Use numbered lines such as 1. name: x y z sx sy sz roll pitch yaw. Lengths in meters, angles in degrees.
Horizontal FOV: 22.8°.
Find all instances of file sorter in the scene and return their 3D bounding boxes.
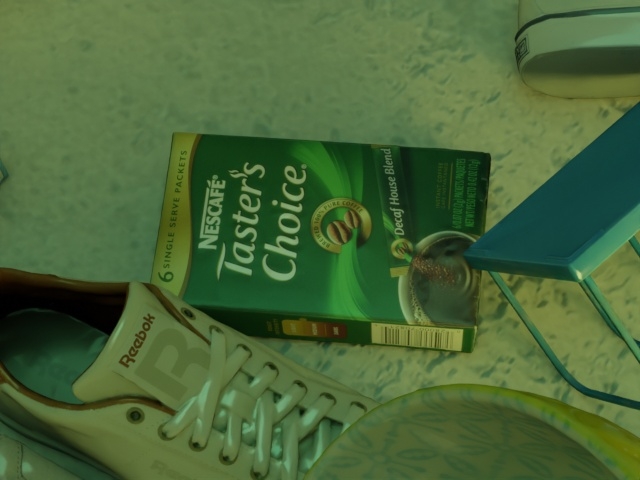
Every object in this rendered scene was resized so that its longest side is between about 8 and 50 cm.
1. file sorter: 0.187 -0.004 0.832 0.170 0.118 0.104 -40 105 -14

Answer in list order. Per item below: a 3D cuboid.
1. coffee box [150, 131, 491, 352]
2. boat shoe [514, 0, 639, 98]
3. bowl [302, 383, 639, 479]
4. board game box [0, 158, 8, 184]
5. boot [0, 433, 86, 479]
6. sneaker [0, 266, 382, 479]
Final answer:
1. coffee box: 0.000 0.000 0.892 0.184 0.040 0.113 5 66 6
2. boat shoe: 0.242 -0.136 0.912 0.258 0.095 0.084 0 69 2
3. bowl: 0.111 0.210 0.706 0.156 0.289 0.289 6 57 -40
4. board game box: -0.240 -0.007 0.875 0.026 0.103 0.154 30 70 16
5. boot: -0.224 0.144 0.788 0.258 0.095 0.123 22 57 -18
6. sneaker: -0.058 0.093 0.809 0.290 0.123 0.106 18 66 10
